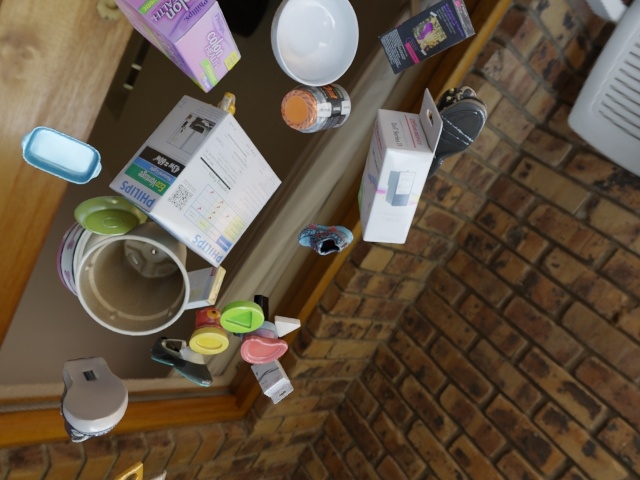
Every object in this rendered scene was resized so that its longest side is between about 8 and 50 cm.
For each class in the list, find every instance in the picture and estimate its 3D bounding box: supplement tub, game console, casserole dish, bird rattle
[{"bbox_3d":[-0.018,-0.555,2.002,0.193,0.194,0.316,36,-149,13],"label":"supplement tub"},{"bbox_3d":[-0.259,0.305,1.826,0.043,0.214,0.361,0,166,9],"label":"game console"},{"bbox_3d":[-0.667,-0.224,1.244,0.188,0.114,0.037,25,-162,-31],"label":"casserole dish"},{"bbox_3d":[-0.428,-0.560,2.168,0.142,0.207,0.253,24,-177,3],"label":"bird rattle"}]

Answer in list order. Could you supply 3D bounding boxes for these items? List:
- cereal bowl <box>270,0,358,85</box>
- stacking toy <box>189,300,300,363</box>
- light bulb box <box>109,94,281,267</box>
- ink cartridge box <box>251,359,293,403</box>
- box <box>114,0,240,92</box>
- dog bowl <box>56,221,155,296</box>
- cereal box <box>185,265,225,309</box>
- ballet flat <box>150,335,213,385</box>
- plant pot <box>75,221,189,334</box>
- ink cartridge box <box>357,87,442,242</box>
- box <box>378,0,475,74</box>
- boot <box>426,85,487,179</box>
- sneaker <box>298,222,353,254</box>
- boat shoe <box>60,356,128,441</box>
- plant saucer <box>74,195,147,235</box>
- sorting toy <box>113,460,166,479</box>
[{"bbox_3d":[-0.036,-0.746,1.757,0.338,0.339,0.141,19,-170,-36],"label":"cereal bowl"},{"bbox_3d":[-0.238,0.263,1.555,0.308,0.279,0.131,22,-143,-29],"label":"stacking toy"},{"bbox_3d":[-0.367,-0.175,1.485,0.225,0.361,0.358,27,165,33],"label":"light bulb box"},{"bbox_3d":[-0.199,0.564,1.974,0.180,0.104,0.060,50,177,41],"label":"ink cartridge box"},{"bbox_3d":[-0.311,-0.467,0.999,0.243,0.117,0.213,42,176,6],"label":"box"},{"bbox_3d":[-0.876,0.072,1.953,0.150,0.409,0.408,7,-174,25],"label":"dog bowl"},{"bbox_3d":[-0.527,0.205,2.037,0.047,0.240,0.173,51,-141,-40],"label":"cereal box"},{"bbox_3d":[-0.452,0.380,1.564,0.280,0.096,0.095,15,173,30],"label":"ballet flat"},{"bbox_3d":[-0.578,0.087,1.584,0.333,0.334,0.305,27,-164,-15],"label":"plant pot"},{"bbox_3d":[0.189,-0.191,1.224,0.119,0.354,0.207,6,-140,-6],"label":"ink cartridge box"},{"bbox_3d":[0.362,-0.700,1.635,0.144,0.270,0.165,63,-146,-14],"label":"box"},{"bbox_3d":[0.416,-0.381,1.505,0.138,0.284,0.377,31,153,0],"label":"boot"},{"bbox_3d":[0.000,0.000,2.011,0.125,0.261,0.104,-54,-50,-42],"label":"sneaker"},{"bbox_3d":[-0.501,0.383,1.057,0.127,0.158,0.340,-2,-172,-29],"label":"boat shoe"},{"bbox_3d":[-0.736,-0.076,1.694,0.240,0.240,0.037,15,-128,-43],"label":"plant saucer"},{"bbox_3d":[-0.460,0.630,1.107,0.047,0.348,0.195,31,-159,29],"label":"sorting toy"}]
